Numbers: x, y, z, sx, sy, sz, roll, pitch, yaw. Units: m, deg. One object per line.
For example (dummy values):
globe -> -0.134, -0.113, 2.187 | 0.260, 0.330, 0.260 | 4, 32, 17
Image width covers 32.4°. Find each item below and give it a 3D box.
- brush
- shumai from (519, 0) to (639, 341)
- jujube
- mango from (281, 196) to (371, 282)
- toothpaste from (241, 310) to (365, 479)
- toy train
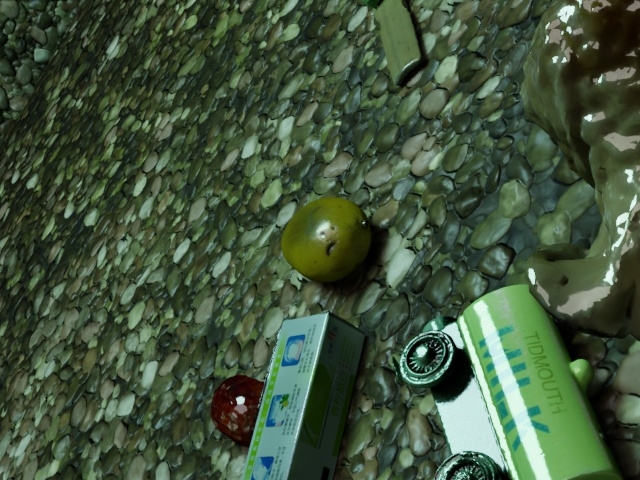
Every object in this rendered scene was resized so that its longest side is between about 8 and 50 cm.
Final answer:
brush -> 0.088, -0.312, 1.481 | 0.054, 0.048, 0.282 | -43, 37, 29
shumai -> 0.270, -0.050, 0.798 | 0.314, 0.267, 0.263 | -19, 47, 55
jujube -> -0.087, 0.195, 1.278 | 0.077, 0.077, 0.129 | -63, 21, -7
mango -> 0.000, 0.000, 1.317 | 0.161, 0.076, 0.103 | -4, 67, 62
toothpaste -> -0.035, 0.243, 1.168 | 0.081, 0.067, 0.337 | -15, 53, 48
toy train -> 0.166, 0.147, 0.950 | 0.157, 0.105, 0.253 | -32, 41, 16
